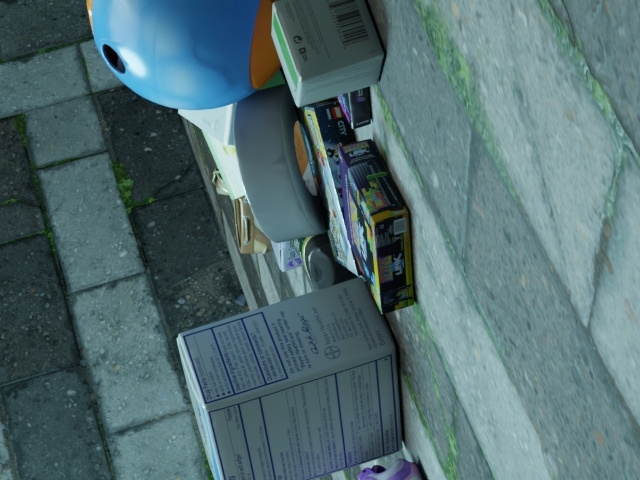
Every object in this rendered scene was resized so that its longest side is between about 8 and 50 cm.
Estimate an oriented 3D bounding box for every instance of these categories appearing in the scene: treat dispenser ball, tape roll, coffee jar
[{"bbox_3d":[-0.170,-0.319,1.934,0.288,0.288,0.288,164,90,-82],"label":"treat dispenser ball"},{"bbox_3d":[-0.051,-0.109,2.030,0.219,0.072,0.219,-12,-90,-76],"label":"tape roll"},{"bbox_3d":[0.000,0.000,2.148,0.184,0.079,0.096,-121,17,-58],"label":"coffee jar"}]

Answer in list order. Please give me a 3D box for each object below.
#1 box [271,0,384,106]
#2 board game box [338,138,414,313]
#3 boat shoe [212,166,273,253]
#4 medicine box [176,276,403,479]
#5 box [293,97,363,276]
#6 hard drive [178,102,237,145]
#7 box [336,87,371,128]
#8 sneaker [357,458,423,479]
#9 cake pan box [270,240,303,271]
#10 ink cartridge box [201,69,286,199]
[{"bbox_3d":[0.006,-0.220,1.602,0.087,0.102,0.101,97,154,-74],"label":"box"},{"bbox_3d":[0.069,-0.017,1.771,0.170,0.048,0.141,83,167,-46],"label":"board game box"},{"bbox_3d":[-0.147,-0.123,2.746,0.123,0.116,0.324,-150,44,-78],"label":"boat shoe"},{"bbox_3d":[-0.039,0.224,2.102,0.263,0.289,0.149,84,167,-48],"label":"medicine box"},{"bbox_3d":[0.026,-0.077,1.947,0.159,0.044,0.233,-143,38,-77],"label":"box"},{"bbox_3d":[-0.155,-0.322,2.221,0.203,0.040,0.307,36,123,56],"label":"hard drive"},{"bbox_3d":[0.021,-0.229,1.743,0.116,0.029,0.162,82,170,-48],"label":"box"},{"bbox_3d":[0.073,0.392,2.132,0.236,0.095,0.104,-31,52,37],"label":"sneaker"},{"bbox_3d":[-0.079,-0.105,2.516,0.267,0.070,0.245,91,163,-63],"label":"cake pan box"},{"bbox_3d":[-0.108,-0.169,2.299,0.235,0.056,0.171,-17,97,62],"label":"ink cartridge box"}]
